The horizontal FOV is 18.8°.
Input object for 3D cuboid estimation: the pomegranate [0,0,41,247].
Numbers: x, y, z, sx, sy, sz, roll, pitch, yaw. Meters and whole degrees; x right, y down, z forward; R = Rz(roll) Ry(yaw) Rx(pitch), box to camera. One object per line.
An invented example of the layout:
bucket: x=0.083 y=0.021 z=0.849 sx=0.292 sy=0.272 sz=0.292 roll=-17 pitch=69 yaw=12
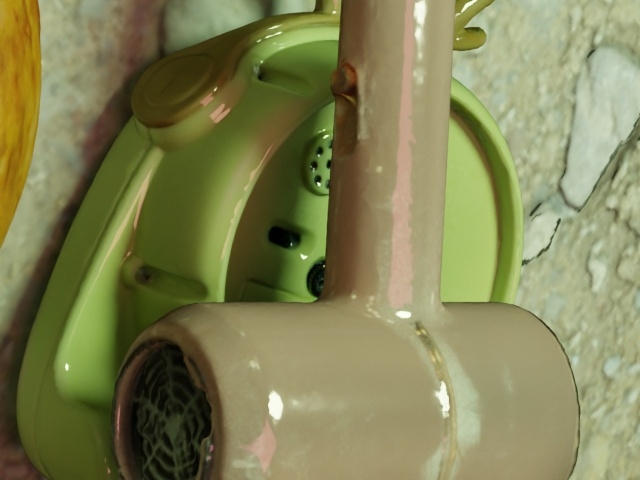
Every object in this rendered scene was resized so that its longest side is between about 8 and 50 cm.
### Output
pomegranate: x=-0.213 y=-0.048 z=0.660 sx=0.248 sy=0.248 sz=0.248 roll=-12 pitch=110 yaw=-36

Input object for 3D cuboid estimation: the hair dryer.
hair dryer: x=0.015 y=-0.043 z=0.819 sx=0.189 sy=0.107 sz=0.344 roll=2 pitch=91 yaw=-37

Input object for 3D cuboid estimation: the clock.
clock: x=0.000 y=0.000 z=0.927 sx=0.235 sy=0.096 sz=0.308 roll=20 pitch=88 yaw=-40
